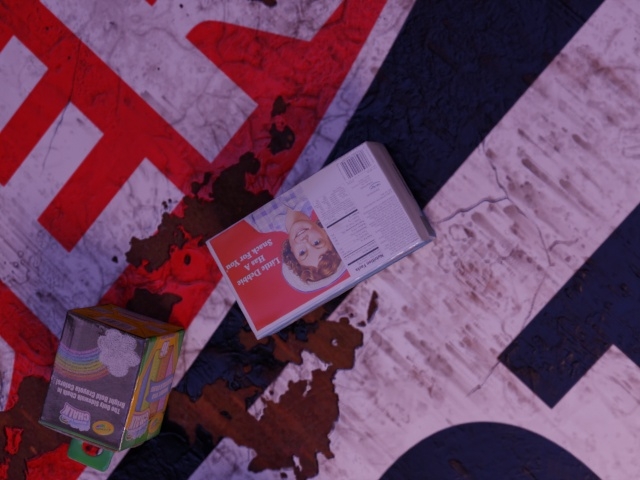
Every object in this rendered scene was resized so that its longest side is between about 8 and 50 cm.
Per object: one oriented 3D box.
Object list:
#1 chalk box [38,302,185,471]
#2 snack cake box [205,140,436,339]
[{"bbox_3d":[-0.292,0.209,1.757,0.132,0.132,0.213,18,98,16],"label":"chalk box"},{"bbox_3d":[0.000,0.000,1.676,0.264,0.089,0.152,-31,84,17],"label":"snack cake box"}]
